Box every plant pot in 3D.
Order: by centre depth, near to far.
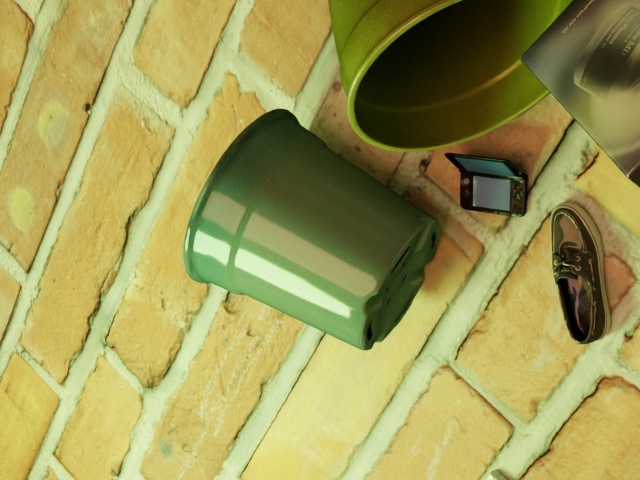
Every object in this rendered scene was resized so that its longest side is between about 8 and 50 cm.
[{"bbox_3d":[0.156,-0.381,1.752,0.366,0.366,0.353,-44,55,37],"label":"plant pot"},{"bbox_3d":[0.000,0.000,2.004,0.334,0.341,0.341,30,119,19],"label":"plant pot"}]

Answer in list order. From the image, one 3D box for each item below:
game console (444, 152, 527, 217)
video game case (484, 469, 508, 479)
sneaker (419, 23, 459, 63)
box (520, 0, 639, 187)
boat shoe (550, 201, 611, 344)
[{"bbox_3d":[0.268,-0.090,1.918,0.122,0.071,0.107,11,109,36],"label":"game console"},{"bbox_3d":[0.333,0.550,2.076,0.206,0.026,0.227,39,122,23],"label":"video game case"},{"bbox_3d":[0.174,-0.235,1.942,0.118,0.083,0.222,45,124,18],"label":"sneaker"},{"bbox_3d":[0.470,-0.237,1.526,0.296,0.182,0.294,-48,42,18],"label":"box"},{"bbox_3d":[0.399,0.055,1.855,0.080,0.076,0.229,-4,100,38],"label":"boat shoe"}]
